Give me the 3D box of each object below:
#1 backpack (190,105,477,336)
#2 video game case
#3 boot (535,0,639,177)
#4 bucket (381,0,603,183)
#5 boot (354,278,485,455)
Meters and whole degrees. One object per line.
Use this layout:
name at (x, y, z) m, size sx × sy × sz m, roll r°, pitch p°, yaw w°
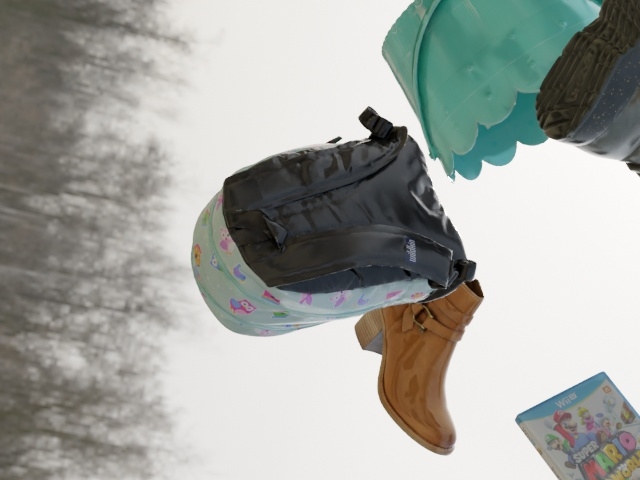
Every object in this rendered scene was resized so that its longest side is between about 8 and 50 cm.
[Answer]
backpack at (0.000, 0.000, 0.856) m, size 0.152 × 0.182 × 0.115 m, roll 63°, pitch -35°, yaw 21°
video game case at (0.289, 0.219, 1.197) m, size 0.166 × 0.119 × 0.015 m, roll 54°, pitch -27°, yaw 28°
boot at (0.277, -0.148, 0.857) m, size 0.246 × 0.161 × 0.083 m, roll -57°, pitch -146°, yaw 23°
bucket at (0.220, -0.220, 1.438) m, size 0.183 × 0.281 × 0.281 m, roll 56°, pitch -35°, yaw 12°
boot at (0.123, 0.110, 1.255) m, size 0.152 × 0.073 × 0.197 m, roll -46°, pitch -124°, yaw 27°
